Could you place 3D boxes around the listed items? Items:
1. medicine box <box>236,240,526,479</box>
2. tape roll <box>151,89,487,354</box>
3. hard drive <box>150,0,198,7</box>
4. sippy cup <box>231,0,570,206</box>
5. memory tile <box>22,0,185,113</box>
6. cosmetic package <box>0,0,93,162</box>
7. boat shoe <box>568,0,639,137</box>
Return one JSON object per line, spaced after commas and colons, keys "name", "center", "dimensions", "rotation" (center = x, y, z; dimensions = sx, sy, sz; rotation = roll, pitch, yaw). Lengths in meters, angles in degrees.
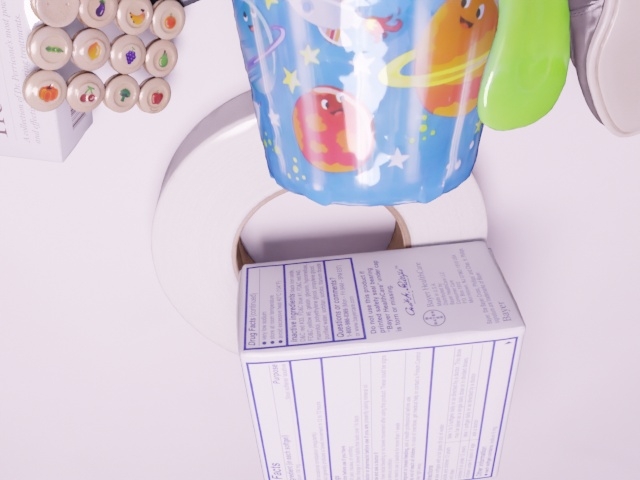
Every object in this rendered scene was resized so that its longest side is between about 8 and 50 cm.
{"name": "medicine box", "center": [0.062, 0.156, 0.737], "dimensions": [0.289, 0.149, 0.263], "rotation": [-5, 128, -1]}
{"name": "tape roll", "center": [0.000, 0.000, 0.753], "dimensions": [0.392, 0.072, 0.392], "rotation": [-2, 126, -3]}
{"name": "hard drive", "center": [-0.145, -0.259, 0.575], "dimensions": [0.135, 0.022, 0.094], "rotation": [-19, 126, 9]}
{"name": "sippy cup", "center": [0.037, -0.152, 0.477], "dimensions": [0.240, 0.305, 0.224], "rotation": [2, 114, 8]}
{"name": "memory tile", "center": [-0.186, -0.166, 0.557], "dimensions": [0.148, 0.012, 0.113], "rotation": [-12, 128, -49]}
{"name": "cosmetic package", "center": [-0.354, -0.259, 0.503], "dimensions": [0.284, 0.097, 0.377], "rotation": [7, 126, -1]}
{"name": "boat shoe", "center": [0.258, -0.243, 0.553], "dimensions": [0.112, 0.095, 0.335], "rotation": [-24, 132, 9]}
